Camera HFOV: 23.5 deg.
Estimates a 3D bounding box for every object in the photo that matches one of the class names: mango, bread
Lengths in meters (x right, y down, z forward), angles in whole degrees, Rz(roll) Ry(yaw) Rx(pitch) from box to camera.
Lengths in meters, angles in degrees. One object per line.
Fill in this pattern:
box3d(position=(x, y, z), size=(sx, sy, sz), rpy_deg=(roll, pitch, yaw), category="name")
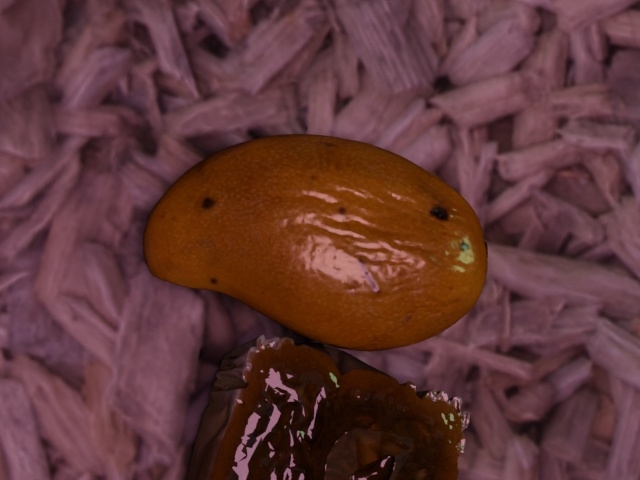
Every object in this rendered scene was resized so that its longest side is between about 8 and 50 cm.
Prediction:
box3d(position=(0.002, 0.000, 1.150), size=(0.262, 0.109, 0.157), rpy_deg=(8, 86, -14), category="mango")
box3d(position=(-0.001, 0.187, 1.151), size=(0.192, 0.110, 0.209), rpy_deg=(19, 86, -14), category="bread")
